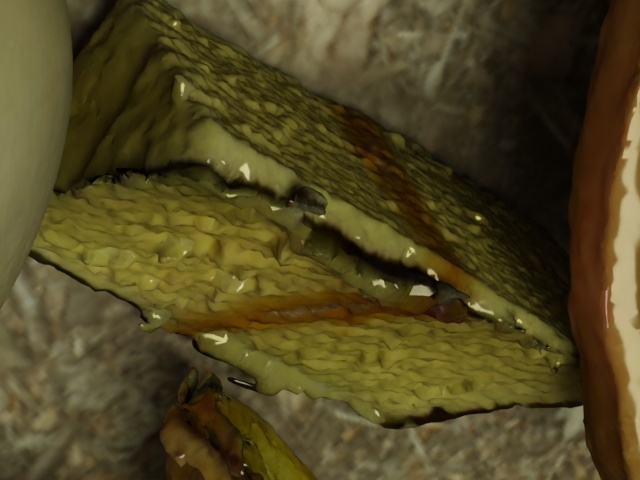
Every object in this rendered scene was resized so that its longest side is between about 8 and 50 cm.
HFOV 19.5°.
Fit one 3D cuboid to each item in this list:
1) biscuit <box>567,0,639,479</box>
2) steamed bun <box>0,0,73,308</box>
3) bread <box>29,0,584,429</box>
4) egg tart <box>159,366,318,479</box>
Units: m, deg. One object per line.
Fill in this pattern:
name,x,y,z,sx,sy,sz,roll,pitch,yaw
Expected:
biscuit,0.261,-0.028,0.801,0.365,0.062,0.385,0,99,-32
steamed bun,-0.208,-0.003,0.577,0.206,0.324,0.324,41,92,-9
bread,0.000,0.000,0.793,0.178,0.142,0.266,-26,135,38
egg tart,0.000,0.182,0.784,0.095,0.279,0.279,-35,121,-3
